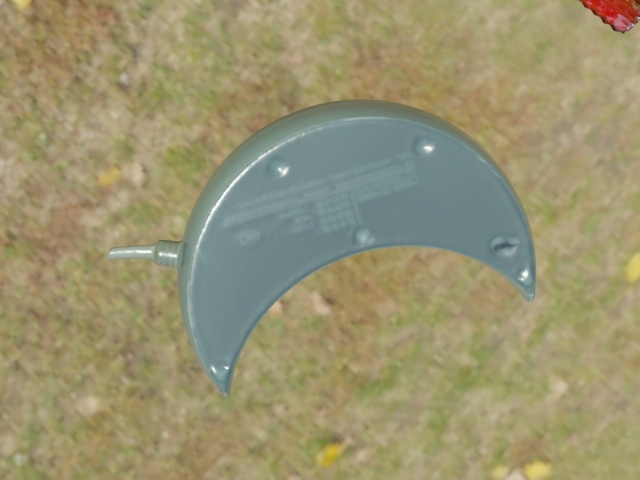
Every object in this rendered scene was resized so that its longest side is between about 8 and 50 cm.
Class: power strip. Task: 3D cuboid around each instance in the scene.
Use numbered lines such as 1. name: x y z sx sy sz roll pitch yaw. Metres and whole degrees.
1. power strip: 0.000 0.000 0.798 0.216 0.044 0.137 -15 108 -3

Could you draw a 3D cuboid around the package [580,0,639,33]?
1. package: 0.125 -0.170 0.619 0.022 0.083 0.200 -41 163 -28
